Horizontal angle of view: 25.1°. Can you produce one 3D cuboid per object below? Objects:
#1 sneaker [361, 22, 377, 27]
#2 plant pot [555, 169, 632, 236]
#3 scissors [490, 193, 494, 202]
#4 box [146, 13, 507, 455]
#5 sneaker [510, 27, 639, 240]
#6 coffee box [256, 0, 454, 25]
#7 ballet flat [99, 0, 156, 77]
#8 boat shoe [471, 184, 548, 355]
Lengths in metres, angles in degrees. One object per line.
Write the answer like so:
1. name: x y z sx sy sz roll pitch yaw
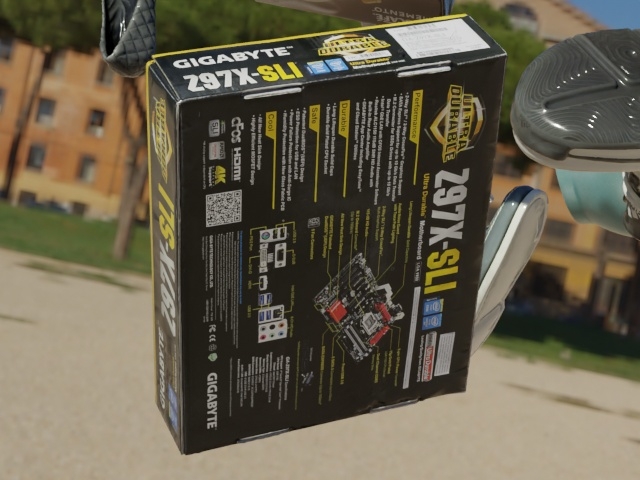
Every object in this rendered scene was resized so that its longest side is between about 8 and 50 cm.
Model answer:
1. sneaker: 0.151 -0.300 2.152 0.105 0.115 0.281 -30 -50 22
2. plant pot: 0.479 -0.129 2.250 0.196 0.293 0.293 -13 -11 23
3. scissors: 0.190 -0.117 2.007 0.109 0.021 0.297 24 22 -4
4. box: 0.000 0.000 1.114 0.257 0.322 0.079 -12 35 -21
5. sneaker: 0.343 -0.071 1.441 0.447 0.257 0.169 -11 49 -34
6. coffee box: 0.041 -0.341 1.731 0.246 0.098 0.141 13 -22 11
7. ballet flat: -0.185 -0.234 1.349 0.057 0.173 0.049 -18 -23 21
8. boat shoe: 0.202 0.037 1.882 0.099 0.319 0.116 38 48 19
